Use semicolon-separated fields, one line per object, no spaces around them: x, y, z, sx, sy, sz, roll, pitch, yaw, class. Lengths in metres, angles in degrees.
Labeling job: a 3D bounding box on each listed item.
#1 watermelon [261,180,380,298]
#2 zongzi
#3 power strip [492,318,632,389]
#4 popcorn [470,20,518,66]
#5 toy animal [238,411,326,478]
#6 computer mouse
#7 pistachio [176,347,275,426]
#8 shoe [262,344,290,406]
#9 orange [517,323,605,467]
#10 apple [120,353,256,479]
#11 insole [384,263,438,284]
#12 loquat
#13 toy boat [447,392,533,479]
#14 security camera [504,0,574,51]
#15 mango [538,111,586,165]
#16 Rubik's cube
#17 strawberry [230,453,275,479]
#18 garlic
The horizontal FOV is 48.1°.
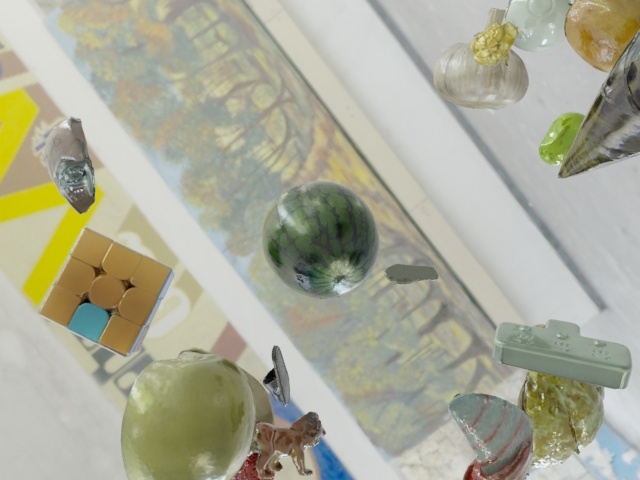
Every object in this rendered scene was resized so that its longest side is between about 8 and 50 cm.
0.000;0.000;2.072;0.363;0.363;0.363;52;-176;-5;watermelon
0.630;-0.315;1.292;0.208;0.403;0.432;39;155;-3;zongzi
0.496;0.219;1.479;0.265;0.059;0.194;10;-162;17;power strip
0.286;-0.335;1.208;0.084;0.084;0.084;52;-176;-5;popcorn
-0.101;0.489;1.735;0.097;0.157;0.312;2;169;44;toy animal
-0.688;-0.190;1.964;0.389;0.115;0.199;112;144;-55;computer mouse
-0.261;0.416;1.863;0.332;0.226;0.208;42;-160;9;pistachio
-0.104;0.303;1.607;0.062;0.053;0.159;-81;-15;-59;shoe
0.577;0.370;1.738;0.270;0.211;0.368;72;-149;-41;orange
-0.242;0.354;1.394;0.295;0.234;0.257;92;172;-83;apple
0.239;0.087;1.887;0.192;0.010;0.063;1;-128;-38;insole
0.624;-0.453;1.531;0.234;0.176;0.187;42;164;28;loquat
0.327;0.379;1.406;0.096;0.206;0.282;20;147;56;toy boat
0.569;-0.580;1.797;0.194;0.236;0.194;44;-168;-12;security camera
0.672;-0.277;1.967;0.117;0.163;0.089;30;-171;-32;mango
-0.635;0.162;2.176;0.291;0.291;0.290;27;170;-6;Rubik's cube
-0.185;0.619;1.958;0.131;0.148;0.131;13;163;4;strawberry
0.355;-0.393;1.550;0.219;0.211;0.218;9;-174;-1;garlic
